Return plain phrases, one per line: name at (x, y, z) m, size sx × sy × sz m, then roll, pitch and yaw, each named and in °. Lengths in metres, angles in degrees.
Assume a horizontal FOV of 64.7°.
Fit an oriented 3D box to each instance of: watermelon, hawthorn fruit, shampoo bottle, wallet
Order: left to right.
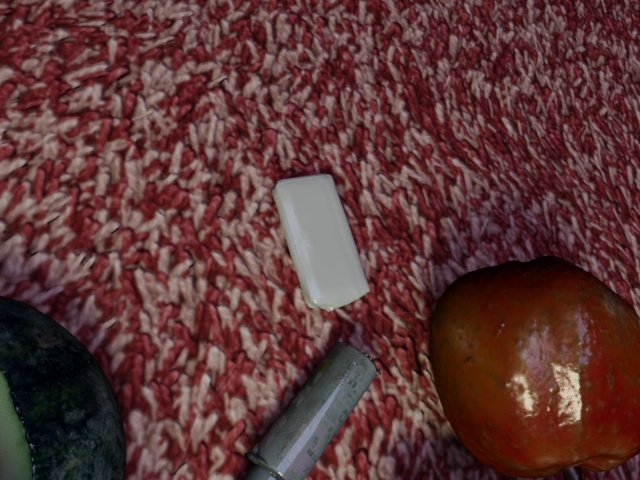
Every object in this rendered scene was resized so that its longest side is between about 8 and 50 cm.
watermelon at (-0.317, 0.167, 0.442) m, size 0.318 × 0.148 × 0.226 m, roll 43°, pitch 70°, yaw -1°
shampoo bottle at (-0.018, 0.213, 0.575) m, size 0.072 × 0.072 × 0.214 m, roll 43°, pitch 63°, yaw -3°
wallet at (0.000, 0.000, 0.674) m, size 0.095 × 0.033 × 0.190 m, roll -10°, pitch 76°, yaw -22°
hawthorn fruit at (0.262, 0.176, 0.591) m, size 0.254 × 0.254 × 0.300 m, roll 4°, pitch 62°, yaw -20°
